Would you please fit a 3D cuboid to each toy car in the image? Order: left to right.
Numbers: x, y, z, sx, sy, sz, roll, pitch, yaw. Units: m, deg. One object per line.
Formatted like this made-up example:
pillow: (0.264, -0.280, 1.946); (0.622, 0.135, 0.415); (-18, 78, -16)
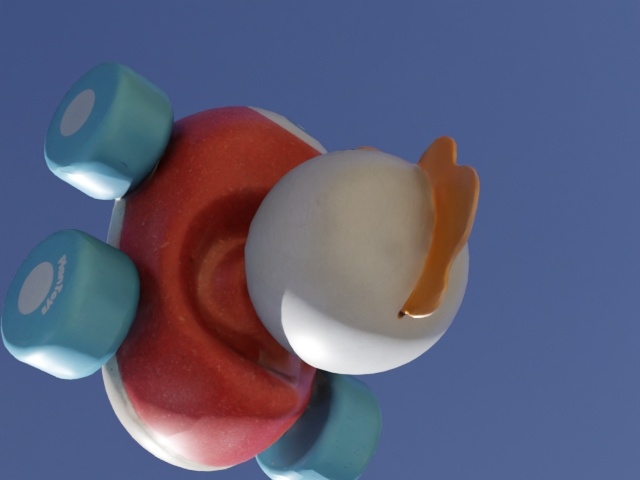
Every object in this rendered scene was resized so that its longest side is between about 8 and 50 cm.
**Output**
toy car: (0.000, 0.000, 0.801); (0.219, 0.238, 0.210); (32, -129, -34)
